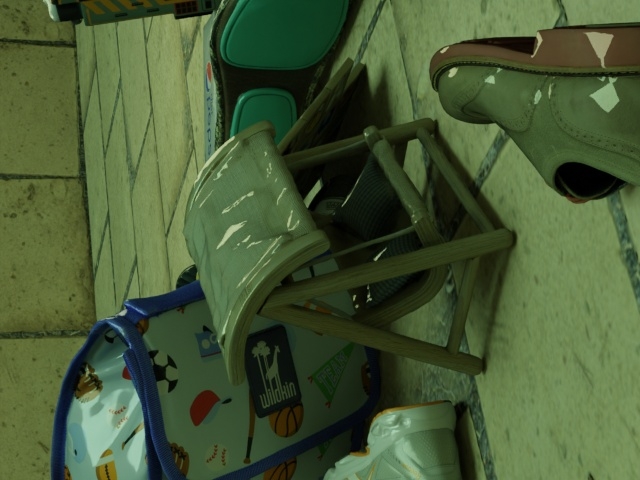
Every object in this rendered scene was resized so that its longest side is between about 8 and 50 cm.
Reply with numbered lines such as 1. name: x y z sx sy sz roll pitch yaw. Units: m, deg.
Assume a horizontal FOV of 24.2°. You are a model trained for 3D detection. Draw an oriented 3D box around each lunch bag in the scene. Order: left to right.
1. lunch bag: -0.115 0.206 1.680 0.239 0.328 0.385 33 127 36

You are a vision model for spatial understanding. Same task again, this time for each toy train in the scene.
1. toy train: -0.299 -0.439 2.432 0.190 0.334 0.142 87 170 -51

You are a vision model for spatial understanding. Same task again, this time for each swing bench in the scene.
1. swing bench: 0.012 0.002 1.430 0.253 0.255 0.165 -117 31 -57

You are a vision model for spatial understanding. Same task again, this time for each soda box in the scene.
1. soda box: -0.119 -0.187 2.187 0.098 0.091 0.286 150 120 -73

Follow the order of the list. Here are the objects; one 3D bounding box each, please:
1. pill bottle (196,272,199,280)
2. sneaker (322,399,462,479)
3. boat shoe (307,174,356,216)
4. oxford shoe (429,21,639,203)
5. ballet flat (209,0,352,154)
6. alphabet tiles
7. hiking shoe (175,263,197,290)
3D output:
1. pill bottle: -0.109 0.074 2.095 0.208 0.119 0.119 -117 32 -57
2. sneaker: 0.073 0.264 1.508 0.262 0.099 0.121 114 147 -57
3. boat shoe: 0.000 0.000 1.811 0.228 0.080 0.076 109 173 -55
4. oxford shoe: 0.170 -0.092 1.135 0.348 0.123 0.130 -166 71 -75
5. ballet flat: -0.069 -0.243 1.904 0.482 0.164 0.182 104 162 -49
6. alphabet tiles: -0.045 -0.055 1.760 0.285 0.011 0.342 -53 -8 -36
7. hiking shoe: -0.148 0.164 2.314 0.132 0.113 0.304 -50 -38 -66
